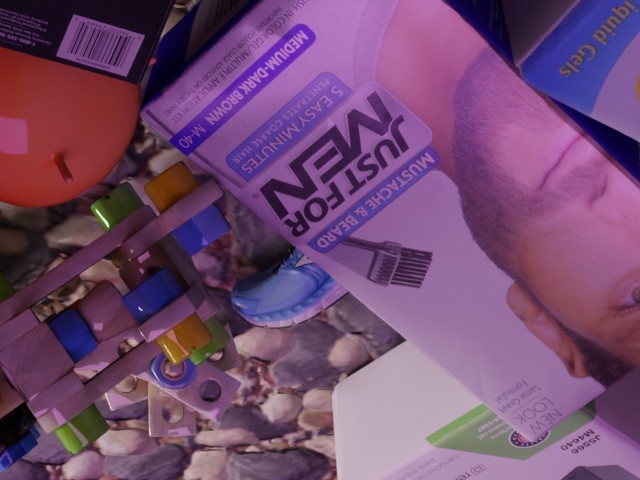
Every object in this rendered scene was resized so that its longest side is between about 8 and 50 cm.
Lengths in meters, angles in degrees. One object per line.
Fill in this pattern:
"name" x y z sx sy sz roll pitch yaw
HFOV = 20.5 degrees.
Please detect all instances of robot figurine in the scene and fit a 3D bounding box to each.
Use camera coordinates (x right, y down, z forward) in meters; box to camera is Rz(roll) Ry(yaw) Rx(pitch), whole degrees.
"robot figurine" -0.194 -0.089 1.013 0.219 0.158 0.128 17 112 37

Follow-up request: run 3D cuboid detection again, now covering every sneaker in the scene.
"sneaker" 0.000 0.000 1.222 0.162 0.063 0.073 -31 112 21

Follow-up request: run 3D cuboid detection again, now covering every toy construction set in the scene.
"toy construction set" -0.148 0.063 1.155 0.215 0.151 0.328 -36 168 -9

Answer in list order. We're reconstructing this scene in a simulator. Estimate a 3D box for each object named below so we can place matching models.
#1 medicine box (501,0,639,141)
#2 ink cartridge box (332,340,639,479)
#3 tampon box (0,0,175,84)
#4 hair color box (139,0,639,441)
"medicine box" 0.291 -0.164 0.992 0.289 0.149 0.263 23 130 -24
"ink cartridge box" 0.173 0.168 1.354 0.198 0.115 0.273 -35 128 29
"tampon box" -0.132 -0.184 0.934 0.120 0.161 0.101 15 134 -17
"hair color box" 0.080 -0.049 1.070 0.339 0.110 0.185 39 119 -21
